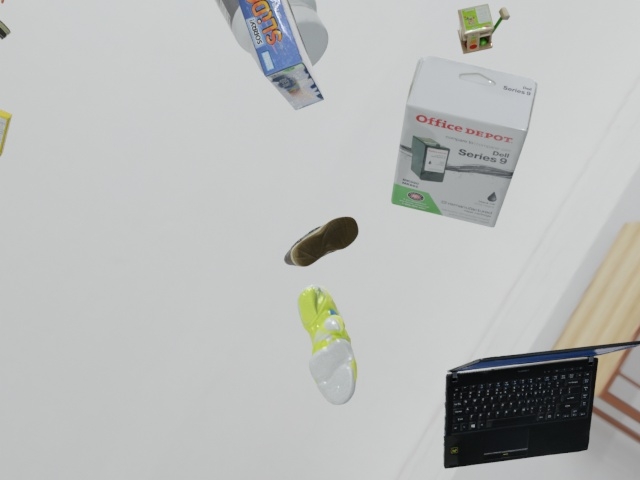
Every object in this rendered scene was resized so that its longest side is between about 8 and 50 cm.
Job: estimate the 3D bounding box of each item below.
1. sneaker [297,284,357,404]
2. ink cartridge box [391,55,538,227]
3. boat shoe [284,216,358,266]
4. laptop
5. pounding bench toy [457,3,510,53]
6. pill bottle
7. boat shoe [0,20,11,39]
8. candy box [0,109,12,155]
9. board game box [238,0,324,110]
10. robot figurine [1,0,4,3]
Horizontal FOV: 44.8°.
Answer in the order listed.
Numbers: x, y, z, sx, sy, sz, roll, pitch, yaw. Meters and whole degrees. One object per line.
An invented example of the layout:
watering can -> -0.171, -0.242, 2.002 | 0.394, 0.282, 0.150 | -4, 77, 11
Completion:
sneaker -> 0.028, 0.204, 1.513 | 0.091, 0.240, 0.126 | -18, -21, 13
ink cartridge box -> 0.249, -0.170, 1.400 | 0.289, 0.211, 0.121 | 90, -164, -57
boat shoe -> 0.000, 0.000, 1.290 | 0.152, 0.056, 0.049 | -25, 12, -39
laptop -> 0.305, 0.235, 1.087 | 0.136, 0.235, 0.264 | -112, 18, -67
pounding bench toy -> 0.280, -0.362, 1.328 | 0.065, 0.083, 0.052 | 65, -164, -67
pill bottle -> -0.131, -0.555, 1.777 | 0.204, 0.204, 0.361 | -51, 56, 38
boat shoe -> -0.793, -0.506, 1.703 | 0.080, 0.223, 0.073 | 27, 83, 49
candy box -> -0.763, -0.258, 1.634 | 0.027, 0.206, 0.105 | -87, 22, -54
board game box -> -0.042, -0.202, 0.717 | 0.035, 0.136, 0.201 | -20, -1, 5
robot figurine -> -0.543, -0.530, 1.361 | 0.219, 0.128, 0.158 | 104, 148, -43
